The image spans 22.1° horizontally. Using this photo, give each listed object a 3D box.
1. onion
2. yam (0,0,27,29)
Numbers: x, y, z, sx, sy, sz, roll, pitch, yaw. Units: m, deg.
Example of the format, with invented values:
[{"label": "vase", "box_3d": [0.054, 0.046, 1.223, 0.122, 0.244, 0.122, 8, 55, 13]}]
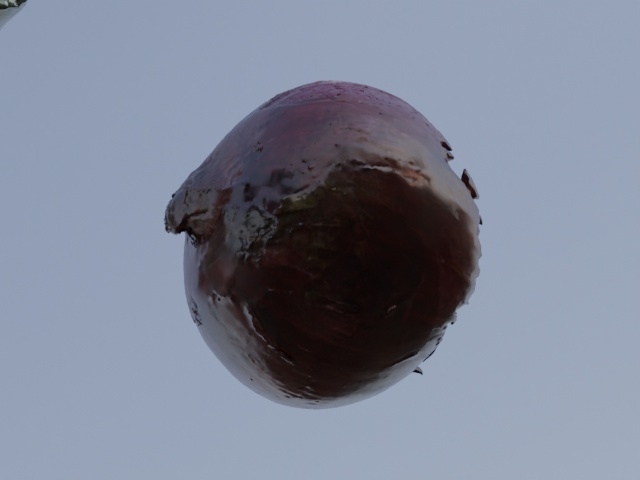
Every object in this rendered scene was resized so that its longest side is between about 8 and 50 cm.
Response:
[{"label": "onion", "box_3d": [0.000, 0.000, 1.350, 0.276, 0.276, 0.276, -8, -52, -11]}, {"label": "yam", "box_3d": [-0.289, -0.171, 1.183, 0.107, 0.107, 0.194, 26, -33, -31]}]
